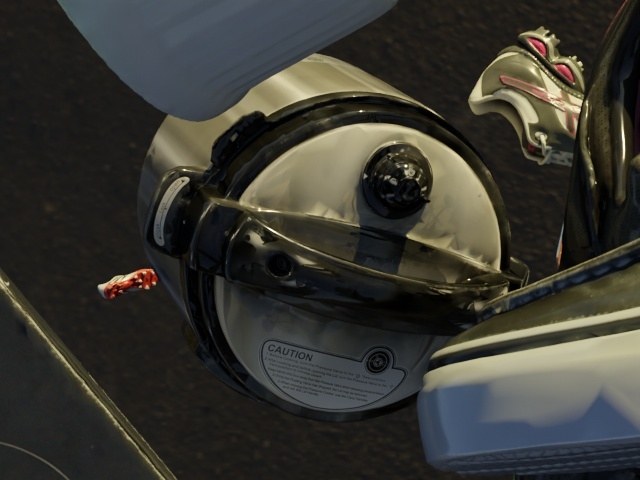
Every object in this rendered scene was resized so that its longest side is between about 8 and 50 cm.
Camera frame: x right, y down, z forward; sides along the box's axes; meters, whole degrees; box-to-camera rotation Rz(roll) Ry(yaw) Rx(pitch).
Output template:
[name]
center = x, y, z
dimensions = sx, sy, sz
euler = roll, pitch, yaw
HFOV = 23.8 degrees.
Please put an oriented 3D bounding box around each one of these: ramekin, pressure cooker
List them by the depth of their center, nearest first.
[ramekin]
center = -0.062, -0.216, 0.817
dimensions = 0.135, 0.277, 0.277
euler = -22, 69, 16
[pressure cooker]
center = 0.000, -0.006, 1.667
dimensions = 0.370, 0.375, 0.420
euler = -28, 23, -9

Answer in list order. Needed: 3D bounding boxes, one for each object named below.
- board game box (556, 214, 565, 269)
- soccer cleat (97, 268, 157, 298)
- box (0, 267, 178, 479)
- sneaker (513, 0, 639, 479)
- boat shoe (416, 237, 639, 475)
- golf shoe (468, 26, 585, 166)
[board game box]
center = 0.277, -0.024, 1.450
dimensions = 0.033, 0.133, 0.168
euler = 10, 85, 34
[soccer cleat]
center = -0.252, 0.055, 1.983
dimensions = 0.036, 0.083, 0.029
euler = 19, 124, 50
[box]
center = -0.338, 0.307, 1.236
dimensions = 0.480, 0.471, 0.297
euler = -40, 19, -11
[sneaker]
center = 0.190, 0.051, 0.800
dimensions = 0.185, 0.202, 0.482
euler = -1, 73, 11
[boat shoe]
center = 0.181, -0.011, 0.451
dimensions = 0.335, 0.121, 0.119
euler = -18, 75, 19
[golf shoe]
center = 0.290, -0.112, 1.689
dimensions = 0.120, 0.105, 0.273
euler = -42, 69, -17
